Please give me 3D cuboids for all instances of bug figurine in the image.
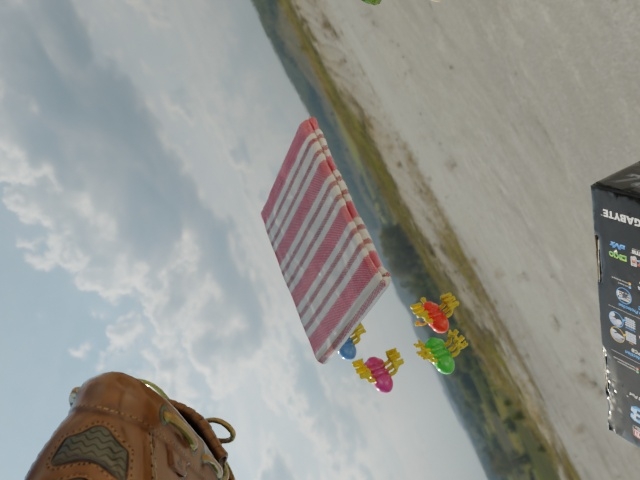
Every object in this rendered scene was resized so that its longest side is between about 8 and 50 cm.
[{"bbox_3d":[0.147,0.197,1.191,0.216,0.278,0.072,-116,12,-61],"label":"bug figurine"}]

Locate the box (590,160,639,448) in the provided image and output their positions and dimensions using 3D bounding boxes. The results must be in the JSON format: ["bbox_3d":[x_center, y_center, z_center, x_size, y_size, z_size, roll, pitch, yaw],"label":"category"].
[{"bbox_3d":[0.366,0.103,0.509,0.295,0.073,0.294,31,142,60],"label":"box"}]

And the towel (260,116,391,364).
[{"bbox_3d":[0.000,0.000,0.598,0.197,0.029,0.144,67,147,29],"label":"towel"}]

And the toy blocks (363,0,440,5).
[{"bbox_3d":[-0.012,-0.262,0.400,0.381,0.191,0.260,42,-150,25],"label":"toy blocks"}]

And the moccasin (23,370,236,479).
[{"bbox_3d":[-0.143,0.195,0.544,0.380,0.139,0.147,81,-160,-64],"label":"moccasin"}]
